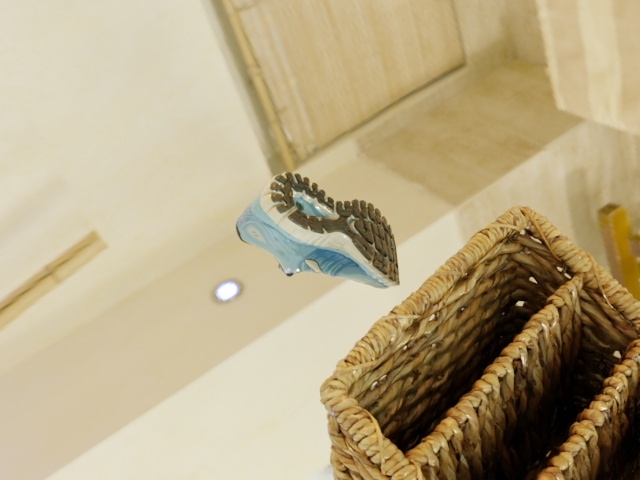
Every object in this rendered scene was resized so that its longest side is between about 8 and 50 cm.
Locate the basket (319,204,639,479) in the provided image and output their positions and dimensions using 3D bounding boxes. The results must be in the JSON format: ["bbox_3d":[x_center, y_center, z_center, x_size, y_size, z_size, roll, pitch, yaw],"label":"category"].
[{"bbox_3d":[0.167,0.146,0.676,0.213,0.299,0.223,20,129,35],"label":"basket"}]

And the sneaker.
[{"bbox_3d":[0.000,0.000,0.711,0.162,0.073,0.063,28,-134,-37],"label":"sneaker"}]
